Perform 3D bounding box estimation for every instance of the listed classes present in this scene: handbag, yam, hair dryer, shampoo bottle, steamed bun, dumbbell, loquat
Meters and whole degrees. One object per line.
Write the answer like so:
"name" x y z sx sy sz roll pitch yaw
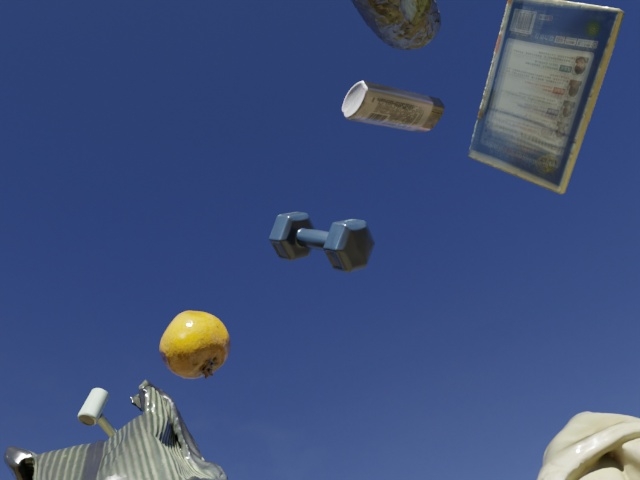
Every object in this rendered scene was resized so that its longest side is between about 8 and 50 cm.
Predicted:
"handbag" -0.198 0.325 0.626 0.247 0.340 0.240 -25 -67 -15
"yam" 0.143 -0.490 1.223 0.153 0.154 0.254 -31 -23 15
"hair dryer" -0.411 0.345 1.168 0.037 0.063 0.124 -9 -54 18
"shampoo bottle" 0.155 -0.275 1.273 0.227 0.056 0.086 1 -36 -37
"steamed bun" 0.519 0.436 0.952 0.255 0.367 0.343 -30 -83 45
"dumbbell" 0.001 0.000 1.774 0.156 0.316 0.144 -12 -75 -43
"loquat" -0.373 0.312 1.812 0.207 0.208 0.208 -6 -48 -6

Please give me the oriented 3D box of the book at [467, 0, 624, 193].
"book" 0.400 -0.274 1.129 0.018 0.228 0.323 -9 -60 -37
